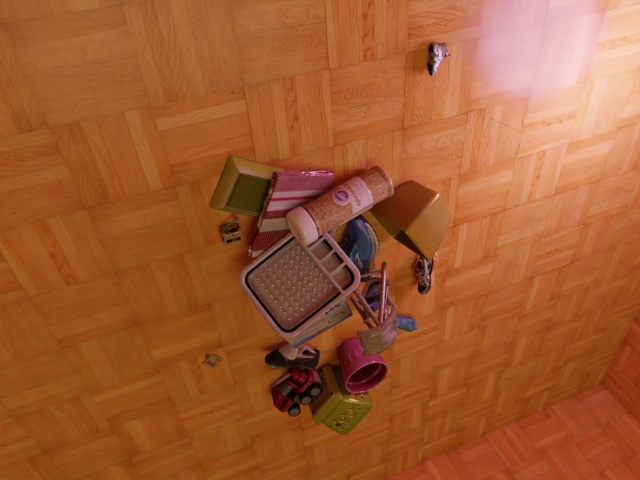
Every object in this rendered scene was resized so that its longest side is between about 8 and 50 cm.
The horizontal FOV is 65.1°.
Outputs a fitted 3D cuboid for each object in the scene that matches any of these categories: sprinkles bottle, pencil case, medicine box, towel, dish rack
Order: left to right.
[{"bbox_3d":[-0.099,-0.085,1.641,0.237,0.037,0.328,-7,132,-40],"label":"towel"},{"bbox_3d":[-0.069,0.128,1.652,0.333,0.285,0.072,-38,168,-7],"label":"dish rack"},{"bbox_3d":[-0.045,0.238,1.822,0.264,0.149,0.289,-30,154,-2],"label":"medicine box"},{"bbox_3d":[0.065,-0.116,1.629,0.356,0.121,0.121,-30,134,-17],"label":"sprinkles bottle"},{"bbox_3d":[0.361,0.374,2.245,0.152,0.065,0.070,13,94,-33],"label":"pencil case"}]

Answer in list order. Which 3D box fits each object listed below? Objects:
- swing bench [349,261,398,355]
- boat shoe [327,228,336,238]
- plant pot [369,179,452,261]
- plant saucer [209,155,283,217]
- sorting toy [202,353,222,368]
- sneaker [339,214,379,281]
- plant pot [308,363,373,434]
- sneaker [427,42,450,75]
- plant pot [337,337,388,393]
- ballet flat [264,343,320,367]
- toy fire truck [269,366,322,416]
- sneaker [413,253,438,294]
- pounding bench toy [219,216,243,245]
[{"bbox_3d":[0.196,0.255,1.817,0.165,0.254,0.253,-15,151,2],"label":"swing bench"},{"bbox_3d":[0.000,0.000,1.766,0.070,0.077,0.219,3,122,-18],"label":"boat shoe"},{"bbox_3d":[0.339,-0.086,1.786,0.187,0.212,0.212,-48,132,-2],"label":"plant pot"},{"bbox_3d":[-0.222,-0.151,1.550,0.188,0.045,0.188,10,121,-32],"label":"plant saucer"},{"bbox_3d":[-0.430,0.472,1.963,0.062,0.012,0.083,-39,133,6],"label":"sorting toy"},{"bbox_3d":[0.122,0.045,1.821,0.147,0.129,0.329,-17,132,-17],"label":"sneaker"},{"bbox_3d":[0.068,0.706,2.261,0.207,0.227,0.228,24,114,-31],"label":"plant pot"},{"bbox_3d":[0.365,-0.552,1.528,0.069,0.038,0.098,-14,131,-15],"label":"sneaker"},{"bbox_3d":[0.167,0.534,2.197,0.202,0.180,0.201,-13,131,-16],"label":"plant pot"},{"bbox_3d":[-0.109,0.472,2.080,0.281,0.095,0.096,16,108,-46],"label":"ballet flat"},{"bbox_3d":[-0.143,0.635,2.160,0.246,0.158,0.217,35,106,-29],"label":"toy fire truck"},{"bbox_3d":[0.422,0.132,2.078,0.083,0.084,0.214,-8,120,-17],"label":"sneaker"},{"bbox_3d":[-0.290,-0.034,1.604,0.065,0.052,0.083,-15,131,-15],"label":"pounding bench toy"}]
